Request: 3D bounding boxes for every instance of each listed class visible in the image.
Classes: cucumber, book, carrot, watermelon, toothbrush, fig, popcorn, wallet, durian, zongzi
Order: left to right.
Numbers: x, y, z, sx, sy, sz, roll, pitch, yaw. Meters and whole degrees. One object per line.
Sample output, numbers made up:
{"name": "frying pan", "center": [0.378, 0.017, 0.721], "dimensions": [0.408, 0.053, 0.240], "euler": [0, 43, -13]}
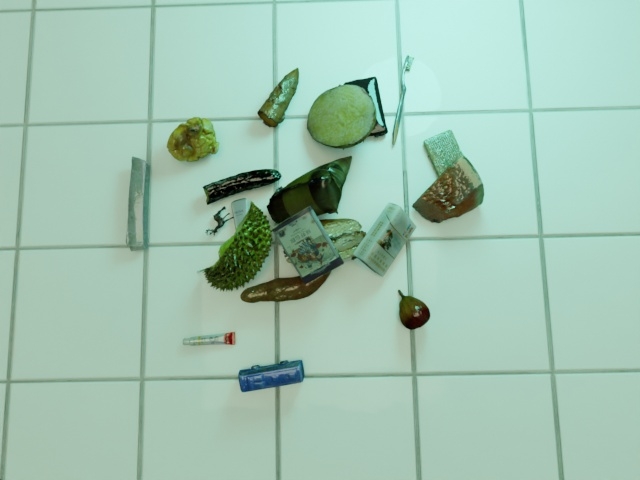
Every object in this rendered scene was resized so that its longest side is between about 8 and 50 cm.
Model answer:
{"name": "popcorn", "center": [-0.478, -0.385, 1.645], "dimensions": [0.194, 0.164, 0.140], "euler": [-38, 61, 28]}
{"name": "durian", "center": [-0.297, 0.047, 1.573], "dimensions": [0.158, 0.169, 0.355], "euler": [31, 103, -35]}
{"name": "cucumber", "center": [-0.299, -0.218, 1.649], "dimensions": [0.304, 0.072, 0.081], "euler": [-19, 81, -2]}
{"name": "carrot", "center": [-0.149, -0.569, 1.688], "dimensions": [0.102, 0.102, 0.262], "euler": [28, 78, 4]}
{"name": "book", "center": [-0.044, 0.019, 1.488], "dimensions": [0.158, 0.026, 0.231], "euler": [-30, 95, 10]}
{"name": "zongzi", "center": [-0.033, -0.202, 1.639], "dimensions": [0.290, 0.317, 0.154], "euler": [-11, 120, 29]}
{"name": "wallet", "center": [0.171, -0.514, 1.692], "dimensions": [0.149, 0.044, 0.249], "euler": [-9, 83, 4]}
{"name": "toothbrush", "center": [0.318, -0.554, 1.700], "dimensions": [0.037, 0.028, 0.374], "euler": [13, 83, -5]}
{"name": "fig", "center": [0.341, 0.251, 1.573], "dimensions": [0.119, 0.119, 0.152], "euler": [1, 39, 1]}
{"name": "watermelon", "center": [0.469, -0.164, 1.596], "dimensions": [0.257, 0.140, 0.192], "euler": [-33, 88, 11]}

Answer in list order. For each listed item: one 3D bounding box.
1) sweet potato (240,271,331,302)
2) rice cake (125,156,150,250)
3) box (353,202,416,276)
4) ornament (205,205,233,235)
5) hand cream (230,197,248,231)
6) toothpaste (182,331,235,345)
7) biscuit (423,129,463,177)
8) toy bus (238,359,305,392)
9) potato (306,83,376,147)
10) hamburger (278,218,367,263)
{"name": "sweet potato", "center": [-0.114, 0.178, 1.587], "dimensions": [0.355, 0.095, 0.106], "euler": [-17, 128, 1]}
{"name": "rice cake", "center": [-0.696, -0.139, 1.654], "dimensions": [0.073, 0.056, 0.364], "euler": [-2, 83, 1]}
{"name": "box", "center": [0.237, -0.002, 1.573], "dimensions": [0.067, 0.149, 0.233], "euler": [30, 84, 44]}
{"name": "ornament", "center": [-0.395, -0.069, 1.650], "dimensions": [0.125, 0.028, 0.073], "euler": [-45, 63, 2]}
{"name": "hand cream", "center": [-0.289, -0.034, 1.636], "dimensions": [0.080, 0.048, 0.254], "euler": [-14, 83, 23]}
{"name": "toothpaste", "center": [-0.412, 0.369, 1.600], "dimensions": [0.191, 0.031, 0.047], "euler": [-4, 79, -2]}
{"name": "biscuit", "center": [0.486, -0.316, 1.661], "dimensions": [0.122, 0.040, 0.199], "euler": [-23, 84, 1]}
{"name": "toy bus", "center": [-0.178, 0.482, 1.547], "dimensions": [0.237, 0.094, 0.079], "euler": [-10, 83, 0]}
{"name": "potato", "center": [0.097, -0.457, 1.624], "dimensions": [0.299, 0.116, 0.238], "euler": [11, 95, 34]}
{"name": "hamburger", "center": [0.000, 0.000, 1.574], "dimensions": [0.283, 0.246, 0.155], "euler": [-20, 111, -39]}
